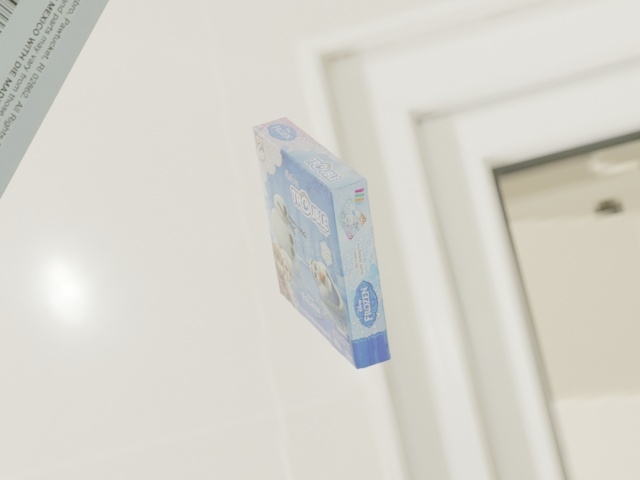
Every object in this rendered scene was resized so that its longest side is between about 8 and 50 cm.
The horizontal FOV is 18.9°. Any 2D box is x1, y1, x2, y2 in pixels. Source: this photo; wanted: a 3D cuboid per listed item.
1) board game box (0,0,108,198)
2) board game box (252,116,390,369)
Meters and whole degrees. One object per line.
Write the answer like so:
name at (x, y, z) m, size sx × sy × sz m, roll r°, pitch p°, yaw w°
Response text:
board game box at (-0.201, -0.086, 0.557) m, size 0.142 × 0.275 × 0.144 m, roll 38°, pitch -110°, yaw -38°
board game box at (0.000, 0.000, 0.871) m, size 0.090 × 0.020 × 0.090 m, roll -139°, pitch 36°, yaw -58°
